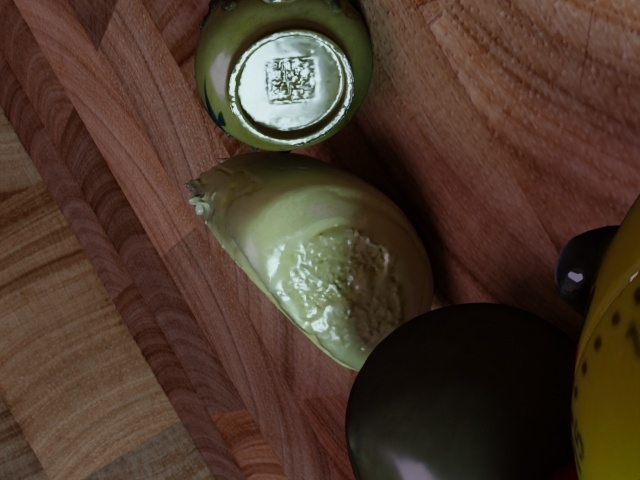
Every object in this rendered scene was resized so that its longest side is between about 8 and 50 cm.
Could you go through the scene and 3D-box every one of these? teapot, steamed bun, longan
[{"bbox_3d":[-0.041,-0.197,1.201,0.183,0.173,0.270,-106,9,-58],"label":"teapot"},{"bbox_3d":[0.000,0.000,1.324,0.273,0.166,0.232,47,180,-25],"label":"steamed bun"},{"bbox_3d":[0.138,0.176,1.114,0.258,0.258,0.258,48,157,29],"label":"longan"}]

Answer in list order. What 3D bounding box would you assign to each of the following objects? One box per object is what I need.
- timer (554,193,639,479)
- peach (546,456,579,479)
[{"bbox_3d":[0.281,0.043,0.554,0.376,0.376,0.387,84,-167,-47],"label":"timer"},{"bbox_3d":[0.291,0.296,0.835,0.416,0.339,0.353,141,128,-72],"label":"peach"}]
